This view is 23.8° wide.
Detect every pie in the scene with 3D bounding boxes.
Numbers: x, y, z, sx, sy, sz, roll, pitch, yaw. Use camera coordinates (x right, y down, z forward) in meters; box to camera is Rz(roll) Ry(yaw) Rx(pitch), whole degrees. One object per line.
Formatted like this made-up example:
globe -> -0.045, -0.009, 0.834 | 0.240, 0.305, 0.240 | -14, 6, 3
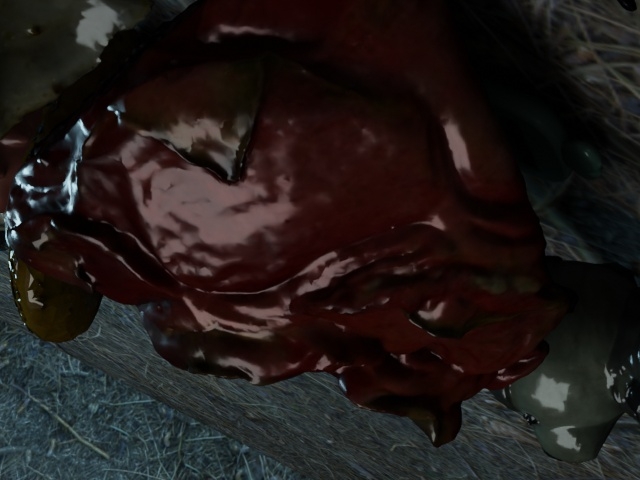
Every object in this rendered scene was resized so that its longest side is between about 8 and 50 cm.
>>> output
pie -> -0.185, -0.045, 1.168 | 0.069, 0.273, 0.273 | 12, 167, -4

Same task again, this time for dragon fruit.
dragon fruit -> -0.007, 0.006, 0.887 | 0.329, 0.228, 0.286 | 54, 159, -7

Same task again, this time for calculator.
calculator -> 0.112, -0.073, 0.959 | 0.153, 0.021, 0.095 | 21, 164, 29

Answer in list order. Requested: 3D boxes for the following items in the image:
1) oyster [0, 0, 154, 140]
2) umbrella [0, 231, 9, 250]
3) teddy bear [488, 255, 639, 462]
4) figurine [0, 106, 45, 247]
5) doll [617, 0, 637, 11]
oyster -> -0.206, -0.201, 0.891 | 0.111, 0.204, 0.396 | 61, 177, 33
umbrella -> -0.454, -0.048, 1.945 | 0.154, 0.128, 0.336 | 25, 168, 8
teddy bear -> 0.210, 0.081, 1.044 | 0.251, 0.144, 0.171 | 8, -164, 42
figurine -> -0.277, -0.063, 1.464 | 0.207, 0.166, 0.387 | 1, 156, 29
doll -> 0.108, -0.146, 0.624 | 0.195, 0.070, 0.096 | 27, 152, -20
